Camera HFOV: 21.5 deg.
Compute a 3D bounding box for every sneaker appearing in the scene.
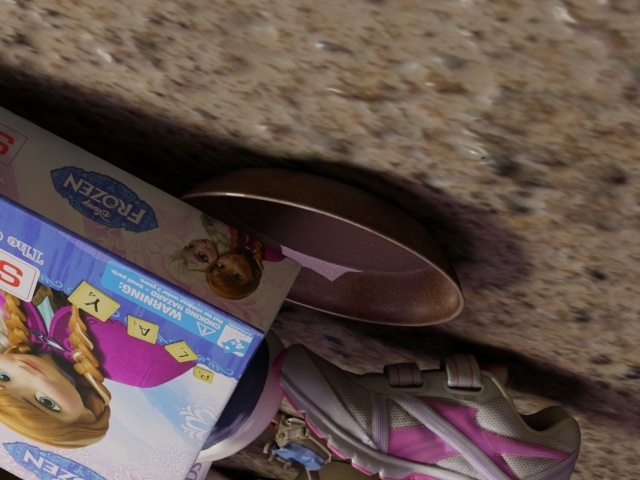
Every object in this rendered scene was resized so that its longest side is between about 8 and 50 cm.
[{"bbox_3d":[-0.188,0.091,1.355,0.350,0.131,0.148,2,160,40],"label":"sneaker"},{"bbox_3d":[0.085,0.127,1.261,0.252,0.111,0.103,26,-175,-12],"label":"sneaker"}]

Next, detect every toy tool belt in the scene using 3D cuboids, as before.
[{"bbox_3d":[-0.028,0.200,1.644,0.083,0.051,0.052,28,159,-26],"label":"toy tool belt"}]

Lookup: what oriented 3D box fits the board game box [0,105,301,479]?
[{"bbox_3d":[-0.206,0.046,1.128,0.318,0.066,0.318,27,142,0],"label":"board game box"}]

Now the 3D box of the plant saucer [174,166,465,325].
[{"bbox_3d":[0.000,0.000,1.074,0.198,0.036,0.198,15,162,5],"label":"plant saucer"}]

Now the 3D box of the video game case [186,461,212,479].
[{"bbox_3d":[-0.227,0.209,1.701,0.232,0.042,0.210,20,126,-6],"label":"video game case"}]

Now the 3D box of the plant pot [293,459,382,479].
[{"bbox_3d":[0.007,0.379,1.770,0.256,0.274,0.256,16,162,5],"label":"plant pot"}]

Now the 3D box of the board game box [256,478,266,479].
[{"bbox_3d":[-0.031,0.333,2.013,0.194,0.060,0.194,1,155,39],"label":"board game box"}]

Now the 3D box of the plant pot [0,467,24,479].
[{"bbox_3d":[-0.442,0.240,1.593,0.334,0.334,0.305,33,164,-37],"label":"plant pot"}]
